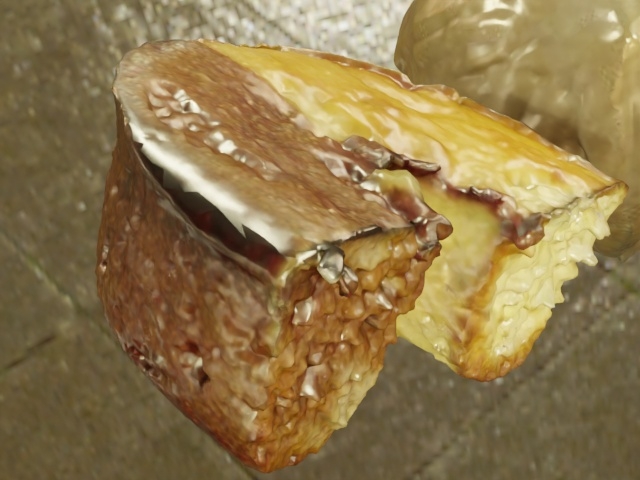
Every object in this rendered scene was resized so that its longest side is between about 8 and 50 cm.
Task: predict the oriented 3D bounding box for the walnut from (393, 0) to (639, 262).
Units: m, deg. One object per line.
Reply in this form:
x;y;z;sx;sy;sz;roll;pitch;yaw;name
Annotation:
0.120;-0.076;0.780;0.178;0.230;0.178;0;90;4;walnut

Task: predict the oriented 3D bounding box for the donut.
0.001;-0.001;0.588;0.141;0.085;0.217;33;24;29;donut
